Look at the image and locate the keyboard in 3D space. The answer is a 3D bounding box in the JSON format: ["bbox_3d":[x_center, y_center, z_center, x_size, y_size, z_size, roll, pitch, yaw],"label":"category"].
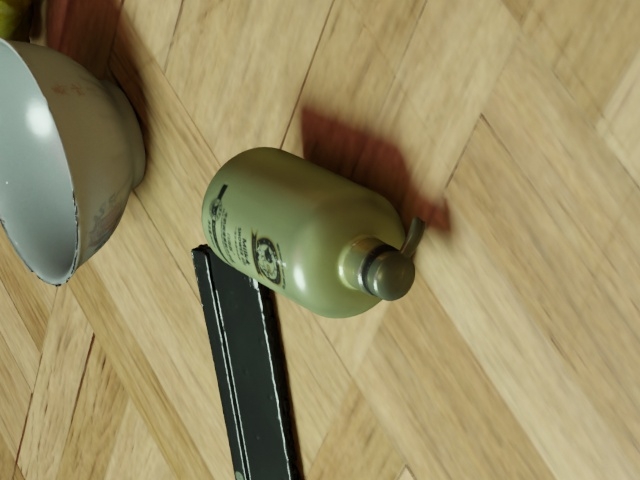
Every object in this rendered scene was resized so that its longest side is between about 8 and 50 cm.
[{"bbox_3d":[-0.043,0.114,1.307,0.072,0.023,0.231,13,118,50],"label":"keyboard"}]

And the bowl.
[{"bbox_3d":[-0.182,-0.067,1.381,0.189,0.086,0.189,41,141,47],"label":"bowl"}]

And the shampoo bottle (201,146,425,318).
[{"bbox_3d":[0.000,0.000,1.096,0.162,0.079,0.079,28,130,53],"label":"shampoo bottle"}]

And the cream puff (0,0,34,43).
[{"bbox_3d":[-0.319,-0.197,1.460,0.195,0.195,0.221,57,152,26],"label":"cream puff"}]
